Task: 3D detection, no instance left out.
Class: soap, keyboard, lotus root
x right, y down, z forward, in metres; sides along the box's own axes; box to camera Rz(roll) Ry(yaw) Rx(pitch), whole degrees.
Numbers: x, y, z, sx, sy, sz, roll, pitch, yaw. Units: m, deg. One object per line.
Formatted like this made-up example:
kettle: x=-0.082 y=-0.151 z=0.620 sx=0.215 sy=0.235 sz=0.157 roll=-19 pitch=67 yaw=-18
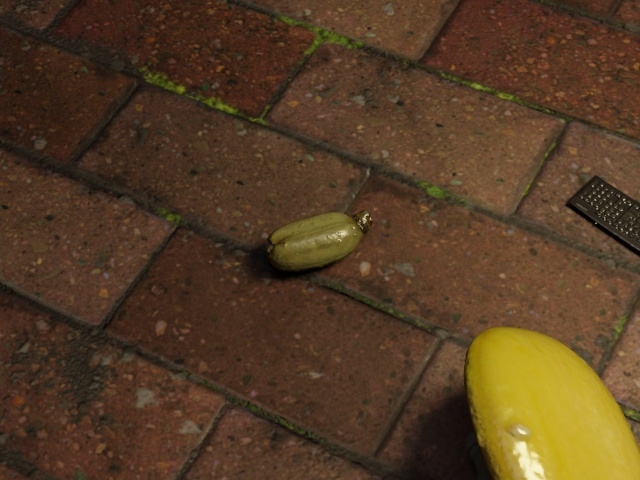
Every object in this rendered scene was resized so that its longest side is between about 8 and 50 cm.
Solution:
soap: x=0.337 y=0.304 z=1.639 sx=0.306 sy=0.115 sz=0.427 roll=12 pitch=46 yaw=-30
keyboard: x=0.528 y=-0.018 z=1.969 sx=0.087 sy=0.017 sz=0.250 roll=-40 pitch=61 yaw=-22
lotus root: x=0.000 y=0.001 z=1.969 sx=0.183 sy=0.077 sz=0.090 roll=-18 pitch=45 yaw=-8

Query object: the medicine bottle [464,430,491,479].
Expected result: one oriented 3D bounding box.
medicine bottle: x=0.263 y=0.369 z=1.678 sx=0.090 sy=0.090 sz=0.217 roll=-13 pitch=54 yaw=-3
